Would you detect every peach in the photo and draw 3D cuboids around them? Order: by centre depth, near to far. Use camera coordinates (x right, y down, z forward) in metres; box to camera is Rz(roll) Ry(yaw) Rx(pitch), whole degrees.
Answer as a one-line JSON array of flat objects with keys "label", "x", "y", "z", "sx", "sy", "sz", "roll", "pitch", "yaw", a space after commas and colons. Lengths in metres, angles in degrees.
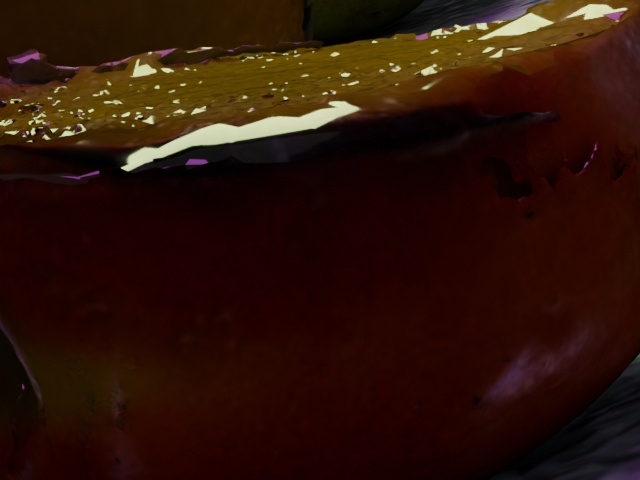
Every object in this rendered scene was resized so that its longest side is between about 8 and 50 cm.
[{"label": "peach", "x": 0.000, "y": 0.006, "z": 0.384, "sx": 0.172, "sy": 0.092, "sz": 0.127, "roll": -11, "pitch": 14, "yaw": -22}]

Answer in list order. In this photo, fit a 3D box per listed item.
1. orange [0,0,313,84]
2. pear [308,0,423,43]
[{"label": "orange", "x": -0.132, "y": -0.077, "z": 0.537, "sx": 0.274, "sy": 0.274, "sz": 0.274, "roll": -18, "pitch": 12, "yaw": 4}, {"label": "pear", "x": -0.010, "y": -0.211, "z": 1.073, "sx": 0.212, "sy": 0.212, "sz": 0.269, "roll": -28, "pitch": 4, "yaw": -35}]
